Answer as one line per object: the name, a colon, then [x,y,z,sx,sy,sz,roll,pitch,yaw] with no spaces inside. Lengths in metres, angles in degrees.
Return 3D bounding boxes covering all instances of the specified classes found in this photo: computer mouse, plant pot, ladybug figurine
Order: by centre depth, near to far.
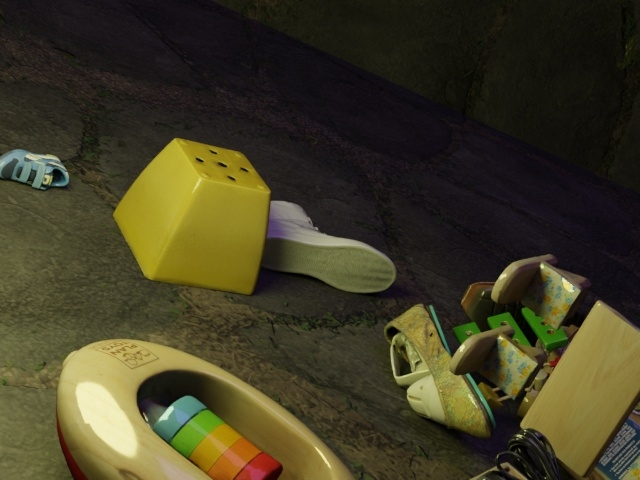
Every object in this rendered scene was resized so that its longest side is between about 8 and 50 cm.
ladybug figurine: [-0.141,0.285,1.409,0.449,0.162,0.305,36,24,20]
computer mouse: [0.210,0.385,1.527,0.188,0.272,0.072,61,3,23]
plant pot: [-0.203,-0.053,2.048,0.212,0.187,0.212,11,27,-35]

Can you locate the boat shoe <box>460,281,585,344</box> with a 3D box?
boat shoe: [0.394,0.142,2.398,0.324,0.123,0.120,18,17,-40]

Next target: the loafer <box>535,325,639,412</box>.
loafer: [0.533,0.262,2.308,0.268,0.102,0.092,35,-13,37]

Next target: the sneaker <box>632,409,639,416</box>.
sneaker: [0.588,0.366,2.183,0.223,0.083,0.098,15,41,-9]

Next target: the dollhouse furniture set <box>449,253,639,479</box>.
dollhouse furniture set: [0.314,0.279,1.620,0.362,0.394,0.256,38,25,26]

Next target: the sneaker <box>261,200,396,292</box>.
sneaker: [0.000,0.000,2.264,0.292,0.108,0.169,16,28,-22]

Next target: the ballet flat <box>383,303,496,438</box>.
ballet flat: [0.185,0.228,1.974,0.123,0.123,0.348,17,23,-22]

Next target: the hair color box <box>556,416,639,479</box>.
hair color box: [0.517,0.396,1.874,0.347,0.105,0.174,41,-15,31]

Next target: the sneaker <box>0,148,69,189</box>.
sneaker: [-0.496,-0.120,2.049,0.144,0.053,0.059,-2,38,-48]

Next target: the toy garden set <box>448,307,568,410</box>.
toy garden set: [0.321,0.218,2.092,0.244,0.049,0.204,-15,37,-9]

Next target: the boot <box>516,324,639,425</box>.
boot: [0.513,0.299,2.115,0.269,0.089,0.236,28,57,15]
